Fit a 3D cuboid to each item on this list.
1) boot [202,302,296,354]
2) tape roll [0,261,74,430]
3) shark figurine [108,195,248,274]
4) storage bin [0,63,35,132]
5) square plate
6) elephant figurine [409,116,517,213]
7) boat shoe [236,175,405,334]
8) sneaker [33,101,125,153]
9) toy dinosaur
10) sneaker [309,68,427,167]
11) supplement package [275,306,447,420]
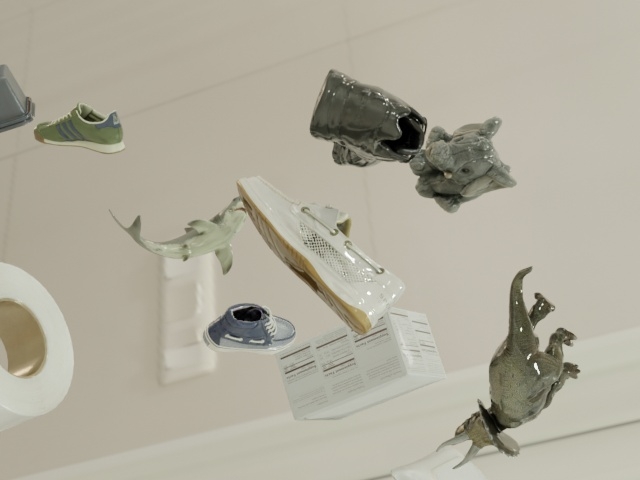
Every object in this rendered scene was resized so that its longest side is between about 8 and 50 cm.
[{"bbox_3d":[-0.097,0.144,1.749,0.190,0.086,0.069,-2,59,-44],"label":"boot"},{"bbox_3d":[-0.564,0.184,1.839,0.286,0.100,0.286,46,31,-39],"label":"tape roll"},{"bbox_3d":[-0.279,-0.011,2.131,0.116,0.278,0.166,-135,-139,-56],"label":"shark figurine"},{"bbox_3d":[-0.565,-0.240,1.787,0.098,0.135,0.091,-107,-179,-53],"label":"storage bin"},{"bbox_3d":[0.296,0.512,1.869,0.347,0.049,0.344,49,13,18],"label":"square plate"},{"bbox_3d":[0.263,-0.137,1.833,0.169,0.186,0.239,42,-15,-5],"label":"elephant figurine"},{"bbox_3d":[0.000,0.000,1.341,0.277,0.096,0.098,45,-13,27],"label":"boat shoe"},{"bbox_3d":[-0.454,-0.221,1.981,0.064,0.192,0.086,-48,144,-56],"label":"sneaker"},{"bbox_3d":[0.260,0.171,1.346,0.160,0.121,0.313,-50,159,-39],"label":"toy dinosaur"},{"bbox_3d":[0.078,-0.138,1.370,0.286,0.130,0.109,3,105,-75],"label":"sneaker"},{"bbox_3d":[0.083,0.251,2.113,0.204,0.262,0.145,17,52,-60],"label":"supplement package"}]
